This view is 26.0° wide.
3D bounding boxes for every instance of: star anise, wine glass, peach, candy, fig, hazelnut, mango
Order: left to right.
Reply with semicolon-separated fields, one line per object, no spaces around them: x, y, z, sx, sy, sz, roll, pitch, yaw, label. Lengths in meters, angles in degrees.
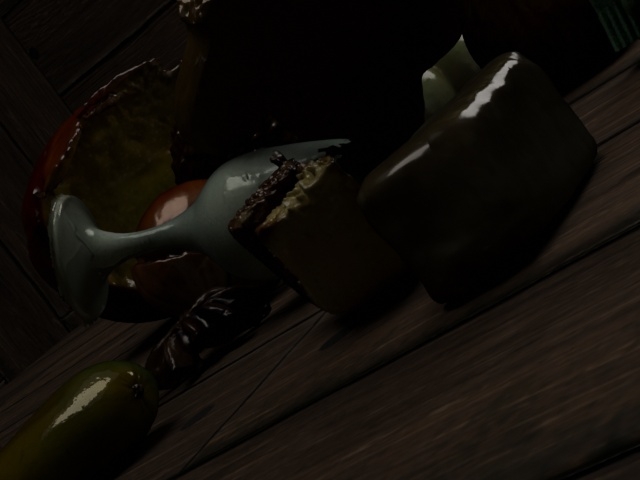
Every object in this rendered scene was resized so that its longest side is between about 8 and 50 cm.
-0.219;0.181;1.212;0.191;0.085;0.122;-45;15;7;mango
-0.219;-0.079;1.998;0.417;0.339;0.353;-28;10;30;peach
-0.125;0.096;1.424;0.168;0.057;0.168;-34;8;5;star anise
-0.127;0.021;1.584;0.182;0.182;0.182;-36;6;4;hazelnut
-0.106;-0.011;1.382;0.321;0.143;0.143;-12;10;9;wine glass
0.113;-0.048;0.961;0.102;0.104;0.234;-39;3;29;candy
0.197;-0.277;1.511;0.190;0.290;0.190;-56;-5;-8;fig

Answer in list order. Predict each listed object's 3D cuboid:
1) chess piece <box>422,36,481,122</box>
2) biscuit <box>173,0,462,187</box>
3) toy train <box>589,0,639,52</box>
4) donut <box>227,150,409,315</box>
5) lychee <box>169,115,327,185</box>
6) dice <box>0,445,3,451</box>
0.179;-0.231;1.779;0.330;0.182;0.182;-44;9;-24;chess piece
0.008;-0.242;1.487;0.076;0.394;0.368;20;92;41;biscuit
0.342;-0.312;1.346;0.138;0.178;0.330;-31;7;41;toy train
0.001;-0.001;1.096;0.085;0.141;0.217;-47;7;-7;donut
-0.062;-0.129;1.786;0.267;0.267;0.267;-36;6;4;lychee
-0.339;0.245;1.312;0.091;0.093;0.094;-34;5;19;dice
